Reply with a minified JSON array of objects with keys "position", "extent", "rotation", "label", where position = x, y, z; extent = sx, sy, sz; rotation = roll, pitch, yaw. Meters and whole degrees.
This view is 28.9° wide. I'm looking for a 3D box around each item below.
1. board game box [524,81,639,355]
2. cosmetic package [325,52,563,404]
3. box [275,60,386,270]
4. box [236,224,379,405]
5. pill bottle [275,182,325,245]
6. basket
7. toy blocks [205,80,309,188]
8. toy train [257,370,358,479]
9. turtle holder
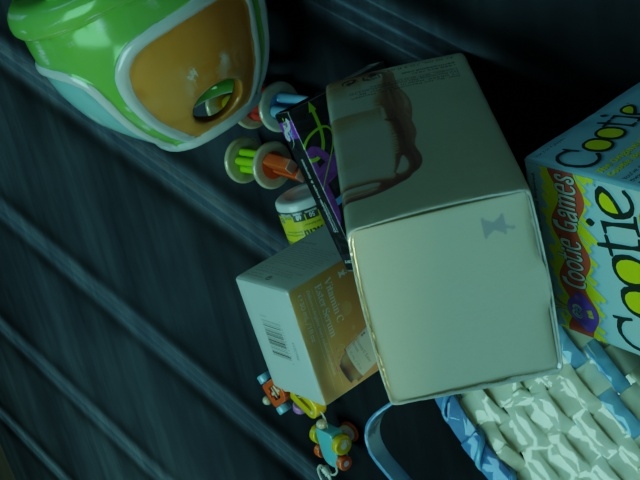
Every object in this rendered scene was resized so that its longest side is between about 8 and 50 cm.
[{"position":[0.292,0.005,0.817],"extent":[0.275,0.144,0.142],"rotation":[22,135,47],"label":"board game box"},{"position":[0.085,-0.022,0.962],"extent":[0.296,0.129,0.153],"rotation":[-96,-7,-65],"label":"cosmetic package"},{"position":[0.042,-0.068,1.146],"extent":[0.029,0.116,0.162],"rotation":[0,118,60],"label":"box"},{"position":[0.024,0.060,1.236],"extent":[0.091,0.170,0.130],"rotation":[12,127,53],"label":"box"},{"position":[0.000,0.000,1.322],"extent":[0.065,0.065,0.116],"rotation":[7,124,53],"label":"pill bottle"},{"position":[0.197,0.185,1.035],"extent":[0.289,0.201,0.255],"rotation":[-43,77,28],"label":"basket"},{"position":[-0.049,-0.109,1.306],"extent":[0.148,0.054,0.123],"rotation":[13,127,51],"label":"toy blocks"},{"position":[-0.009,0.221,1.564],"extent":[0.166,0.046,0.125],"rotation":[55,151,11],"label":"toy train"},{"position":[-0.186,-0.211,1.227],"extent":[0.320,0.243,0.227],"rotation":[-3,126,45],"label":"turtle holder"}]
